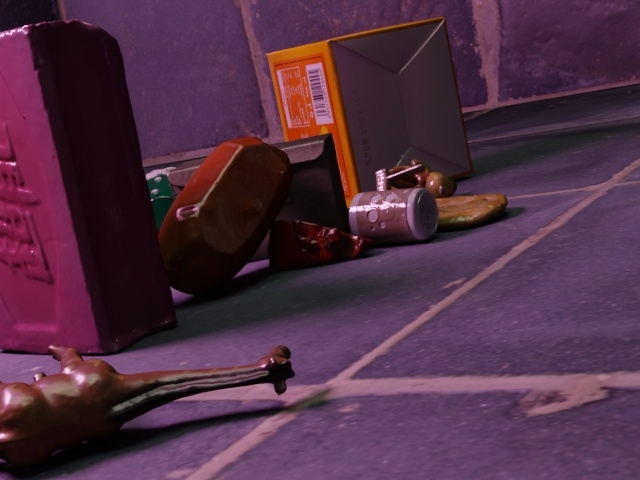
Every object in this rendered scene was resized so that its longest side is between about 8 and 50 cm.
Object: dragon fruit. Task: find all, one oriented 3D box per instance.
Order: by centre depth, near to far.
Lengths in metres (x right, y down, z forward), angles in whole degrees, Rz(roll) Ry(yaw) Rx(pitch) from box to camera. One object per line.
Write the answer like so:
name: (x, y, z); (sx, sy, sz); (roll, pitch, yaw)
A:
dragon fruit: (-0.001, -0.003, 1.450); (0.131, 0.063, 0.097); (-3, 13, 44)

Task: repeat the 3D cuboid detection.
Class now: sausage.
sausage: (-0.125, -0.034, 1.439); (0.133, 0.133, 0.258); (-5, 43, 38)

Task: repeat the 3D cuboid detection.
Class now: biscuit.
biscuit: (0.150, -0.037, 1.563); (0.247, 0.029, 0.118); (-3, 13, 44)

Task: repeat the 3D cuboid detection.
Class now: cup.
cup: (0.104, -0.041, 1.472); (0.099, 0.074, 0.102); (-3, 40, 34)

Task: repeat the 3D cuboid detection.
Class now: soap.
soap: (-0.306, -0.060, 1.271); (0.232, 0.360, 0.128); (-3, 12, 40)

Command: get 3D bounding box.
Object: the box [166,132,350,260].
box: (-0.084, -0.058, 1.619); (0.231, 0.149, 0.155); (-12, 9, 5)

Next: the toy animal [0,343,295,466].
toy animal: (-0.161, 0.121, 0.901); (0.224, 0.066, 0.229); (-25, 21, -39)

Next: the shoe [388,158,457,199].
shoe: (0.150, -0.085, 1.732); (0.109, 0.072, 0.069); (31, 9, 13)

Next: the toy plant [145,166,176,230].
toy plant: (-0.291, -0.080, 2.136); (0.232, 0.113, 0.243); (-2, 19, 27)

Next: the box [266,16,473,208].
box: (0.083, -0.218, 1.940); (0.259, 0.284, 0.213); (-18, 12, -34)
